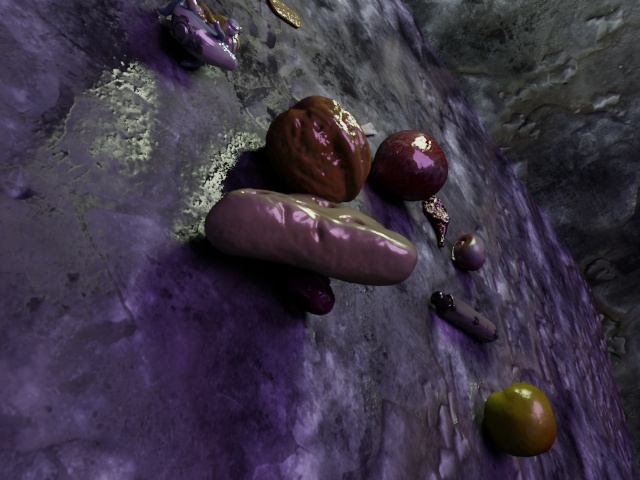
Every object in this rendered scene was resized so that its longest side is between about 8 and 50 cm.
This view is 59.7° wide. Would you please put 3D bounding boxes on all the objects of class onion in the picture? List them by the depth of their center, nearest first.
[{"bbox_3d":[-0.024,0.104,1.103,0.115,0.104,0.115,44,-14,14],"label":"onion"}]

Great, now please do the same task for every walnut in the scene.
[{"bbox_3d":[-0.002,-0.195,1.277,0.225,0.257,0.257,-38,98,-28],"label":"walnut"}]

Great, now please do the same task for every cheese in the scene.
[{"bbox_3d":[0.000,0.000,1.024,0.329,0.129,0.351,23,13,27],"label":"cheese"}]

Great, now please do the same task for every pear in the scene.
[{"bbox_3d":[0.546,0.491,1.525,0.200,0.200,0.199,37,37,-35],"label":"pear"}]

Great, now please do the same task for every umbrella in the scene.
[{"bbox_3d":[0.443,0.234,1.710,0.337,0.067,0.073,33,27,-39],"label":"umbrella"}]

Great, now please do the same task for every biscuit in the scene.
[{"bbox_3d":[-0.110,-0.715,1.746,0.147,0.018,0.071,14,52,-52],"label":"biscuit"}]

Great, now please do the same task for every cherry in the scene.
[{"bbox_3d":[0.275,-0.231,1.733,0.300,0.203,0.230,-18,82,-45],"label":"cherry"},{"bbox_3d":[0.514,0.065,1.940,0.188,0.116,0.148,-67,161,-45],"label":"cherry"}]

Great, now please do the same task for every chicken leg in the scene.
[{"bbox_3d":[0.408,-0.072,1.942,0.093,0.053,0.205,-9,63,-34],"label":"chicken leg"}]

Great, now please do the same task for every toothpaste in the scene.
[{"bbox_3d":[0.144,-0.358,1.812,0.048,0.031,0.190,57,27,0],"label":"toothpaste"}]

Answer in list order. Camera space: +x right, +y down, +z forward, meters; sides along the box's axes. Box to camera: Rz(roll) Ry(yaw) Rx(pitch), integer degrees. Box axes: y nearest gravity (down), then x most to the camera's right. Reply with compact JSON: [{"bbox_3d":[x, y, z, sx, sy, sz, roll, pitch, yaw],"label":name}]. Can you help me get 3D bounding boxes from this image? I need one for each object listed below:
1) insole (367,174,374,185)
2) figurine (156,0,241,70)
[{"bbox_3d":[0.123,-0.216,1.683,0.135,0.002,0.045,48,32,-20],"label":"insole"},{"bbox_3d":[-0.254,-0.455,1.206,0.208,0.128,0.184,52,29,-6],"label":"figurine"}]
